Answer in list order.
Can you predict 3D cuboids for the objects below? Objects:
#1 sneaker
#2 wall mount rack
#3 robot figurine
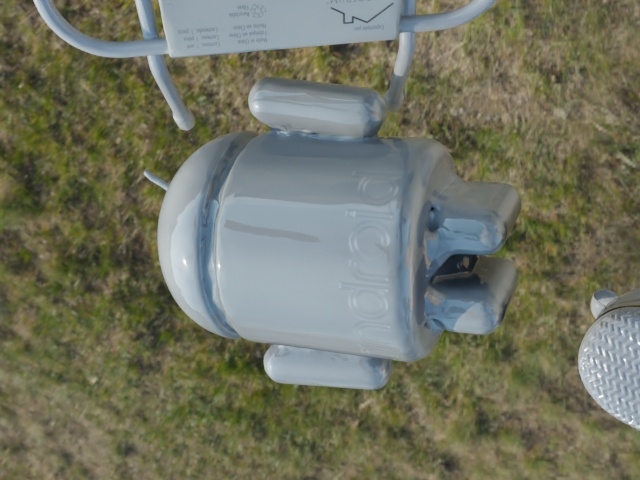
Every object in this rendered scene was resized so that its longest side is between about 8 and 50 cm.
[{"bbox_3d":[0.430,0.156,0.838,0.366,0.210,0.137,28,108,6],"label":"sneaker"},{"bbox_3d":[-0.032,-0.190,0.667,0.350,0.130,0.304,-4,133,-1],"label":"wall mount rack"},{"bbox_3d":[0.000,0.000,0.771,0.353,0.200,0.300,4,106,21],"label":"robot figurine"}]
